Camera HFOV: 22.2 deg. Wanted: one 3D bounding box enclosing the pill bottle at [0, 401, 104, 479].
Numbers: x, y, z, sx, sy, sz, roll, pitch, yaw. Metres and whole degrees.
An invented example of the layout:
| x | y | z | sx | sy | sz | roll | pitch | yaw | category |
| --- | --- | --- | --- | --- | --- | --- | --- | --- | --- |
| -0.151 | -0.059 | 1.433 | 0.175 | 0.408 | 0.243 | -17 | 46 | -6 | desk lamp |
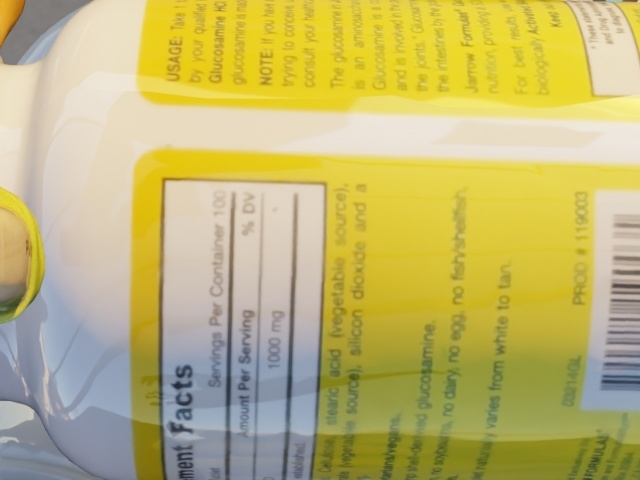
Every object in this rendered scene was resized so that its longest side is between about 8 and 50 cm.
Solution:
| x | y | z | sx | sy | sz | roll | pitch | yaw | category |
| --- | --- | --- | --- | --- | --- | --- | --- | --- | --- |
| -0.145 | 0.227 | 0.683 | 0.176 | 0.318 | 0.176 | 4 | 142 | 3 | pill bottle |

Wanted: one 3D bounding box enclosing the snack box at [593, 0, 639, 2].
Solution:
| x | y | z | sx | sy | sz | roll | pitch | yaw | category |
| --- | --- | --- | --- | --- | --- | --- | --- | --- | --- |
| 0.317 | -0.077 | 1.420 | 0.187 | 0.060 | 0.322 | 5 | 91 | -6 | snack box |

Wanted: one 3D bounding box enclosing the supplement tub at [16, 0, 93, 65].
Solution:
| x | y | z | sx | sy | sz | roll | pitch | yaw | category |
| --- | --- | --- | --- | --- | --- | --- | --- | --- | --- |
| -0.088 | -0.024 | 1.276 | 0.228 | 0.316 | 0.228 | -14 | 55 | 21 | supplement tub |

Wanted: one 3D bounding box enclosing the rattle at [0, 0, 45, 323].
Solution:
| x | y | z | sx | sy | sz | roll | pitch | yaw | category |
| --- | --- | --- | --- | --- | --- | --- | --- | --- | --- |
| -0.177 | -0.036 | 0.435 | 0.200 | 0.130 | 0.142 | 2 | 106 | 7 | rattle |

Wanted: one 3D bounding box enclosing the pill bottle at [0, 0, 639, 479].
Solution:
| x | y | z | sx | sy | sz | roll | pitch | yaw | category |
| --- | --- | --- | --- | --- | --- | --- | --- | --- | --- |
| 0.000 | 0.000 | 0.615 | 0.334 | 0.188 | 0.188 | 2 | 106 | -2 | pill bottle |
